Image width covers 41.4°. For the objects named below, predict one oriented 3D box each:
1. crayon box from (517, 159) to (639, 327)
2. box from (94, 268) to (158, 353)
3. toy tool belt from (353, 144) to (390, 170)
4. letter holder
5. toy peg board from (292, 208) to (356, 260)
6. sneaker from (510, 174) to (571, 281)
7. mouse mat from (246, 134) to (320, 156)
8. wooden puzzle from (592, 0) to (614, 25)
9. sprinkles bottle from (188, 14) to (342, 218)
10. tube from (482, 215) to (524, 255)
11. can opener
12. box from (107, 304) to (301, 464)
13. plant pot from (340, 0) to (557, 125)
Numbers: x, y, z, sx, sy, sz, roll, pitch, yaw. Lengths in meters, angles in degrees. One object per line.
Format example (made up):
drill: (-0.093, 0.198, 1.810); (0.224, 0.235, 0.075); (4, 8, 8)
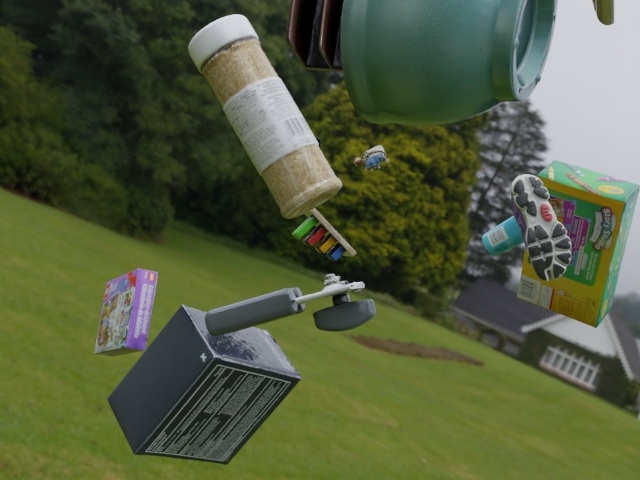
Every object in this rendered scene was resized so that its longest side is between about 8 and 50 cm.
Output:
crayon box: (0.475, 0.008, 1.576); (0.165, 0.278, 0.081); (22, 37, 30)
box: (-0.510, 0.193, 2.206); (0.057, 0.201, 0.293); (14, -16, -27)
toy tool belt: (0.128, -0.199, 2.124); (0.051, 0.083, 0.052); (65, 3, 26)
letter holder: (0.029, -0.592, 2.065); (0.152, 0.301, 0.214); (7, -8, 15)
toy peg board: (0.000, 0.000, 2.196); (0.160, 0.079, 0.161); (47, -5, -5)
sneaker: (0.340, -0.020, 1.319); (0.068, 0.170, 0.071); (-13, -10, -1)
mouse mat: (-0.087, -0.209, 1.902); (0.190, 0.007, 0.152); (16, -30, 12)
wooden puzzle: (0.477, -0.514, 1.493); (0.044, 0.238, 0.221); (-19, -7, 18)
sprinkles bottle: (-0.098, -0.216, 1.481); (0.355, 0.121, 0.121); (60, -2, 6)
tube: (0.425, -0.035, 1.716); (0.080, 0.207, 0.052); (56, 34, -4)
can opener: (-0.053, 0.118, 1.389); (0.280, 0.093, 0.074); (-12, -8, 16)
box: (-0.260, 0.330, 1.904); (0.294, 0.296, 0.183); (25, 19, -50)
plant pot: (0.180, -0.276, 1.066); (0.196, 0.293, 0.293); (16, -9, 27)
